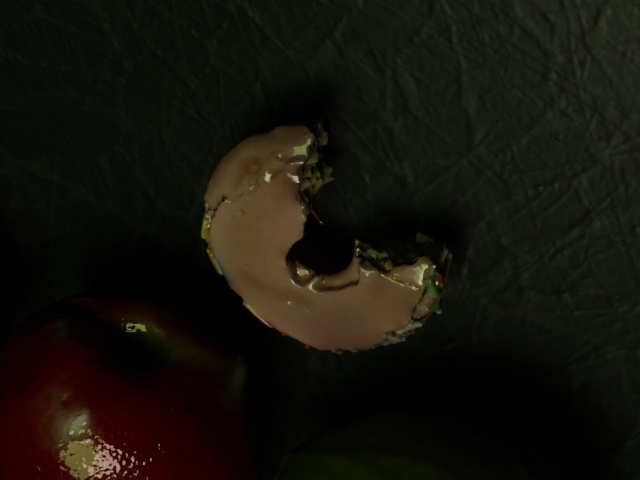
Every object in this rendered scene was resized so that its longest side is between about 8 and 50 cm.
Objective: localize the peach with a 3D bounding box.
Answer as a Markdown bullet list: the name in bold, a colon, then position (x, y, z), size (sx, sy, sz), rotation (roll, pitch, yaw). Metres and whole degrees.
- **peach**: position (-0.191, 0.208, 1.716), size (0.281, 0.281, 0.338), rotation (24, 134, 11)

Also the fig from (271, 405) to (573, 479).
- **fig**: position (0.080, 0.283, 1.614), size (0.316, 0.316, 0.316), rotation (13, 126, 19)

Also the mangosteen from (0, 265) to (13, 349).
- **mangosteen**: position (-0.421, 0.066, 1.775), size (0.243, 0.243, 0.243), rotation (13, 126, 19)

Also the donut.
- **donut**: position (0.000, 0.000, 1.587), size (0.233, 0.085, 0.199), rotation (47, 129, -8)
